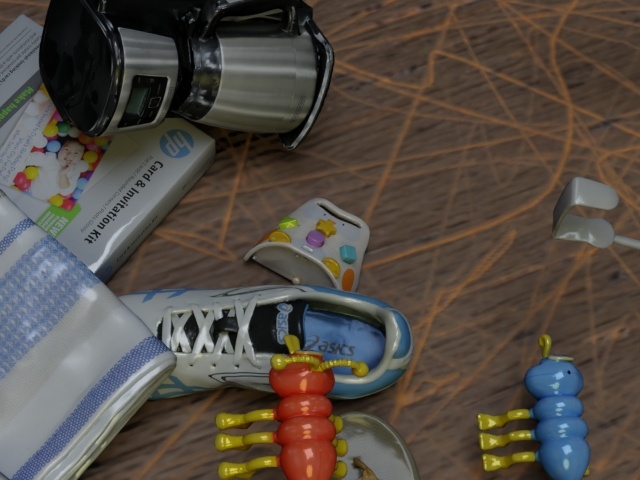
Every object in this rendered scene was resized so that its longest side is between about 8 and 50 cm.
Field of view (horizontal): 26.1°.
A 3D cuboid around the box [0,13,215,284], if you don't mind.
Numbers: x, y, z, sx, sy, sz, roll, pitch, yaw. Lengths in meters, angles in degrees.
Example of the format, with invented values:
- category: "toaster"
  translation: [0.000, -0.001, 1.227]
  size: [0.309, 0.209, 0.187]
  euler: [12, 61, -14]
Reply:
- category: "box"
  translation: [-0.195, -0.066, 1.018]
  size: [0.186, 0.038, 0.145]
  euler: [34, 65, 11]

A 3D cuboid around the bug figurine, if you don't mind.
- category: "bug figurine"
  translation: [0.080, 0.160, 0.863]
  size: [0.279, 0.072, 0.216]
  euler: [3, 68, -27]

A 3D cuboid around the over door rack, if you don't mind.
- category: "over door rack"
  translation: [0.301, -0.062, 1.009]
  size: [0.324, 0.108, 0.239]
  euler: [19, 61, -19]

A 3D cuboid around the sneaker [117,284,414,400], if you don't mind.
- category: "sneaker"
  translation: [-0.054, 0.064, 0.938]
  size: [0.237, 0.086, 0.085]
  euler: [1, 64, -4]

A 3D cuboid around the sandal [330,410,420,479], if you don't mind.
- category: "sandal"
  translation: [0.031, 0.195, 0.897]
  size: [0.072, 0.049, 0.180]
  euler: [5, 62, -3]

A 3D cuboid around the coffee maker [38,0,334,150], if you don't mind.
- category: "coffee maker"
  translation: [-0.108, -0.137, 0.997]
  size: [0.178, 0.120, 0.171]
  euler: [0, 17, -33]

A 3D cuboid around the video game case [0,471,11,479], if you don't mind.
- category: "video game case"
  translation: [-0.295, 0.193, 0.852]
  size: [0.212, 0.023, 0.193]
  euler: [34, 82, 14]

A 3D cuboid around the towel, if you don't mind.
- category: "towel"
  translation: [-0.258, 0.066, 0.916]
  size: [0.285, 0.034, 0.209]
  euler: [41, 83, 16]

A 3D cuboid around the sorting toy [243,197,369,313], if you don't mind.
- category: "sorting toy"
  translation: [0.000, 0.000, 1.007]
  size: [0.083, 0.045, 0.075]
  euler: [28, 44, 9]
